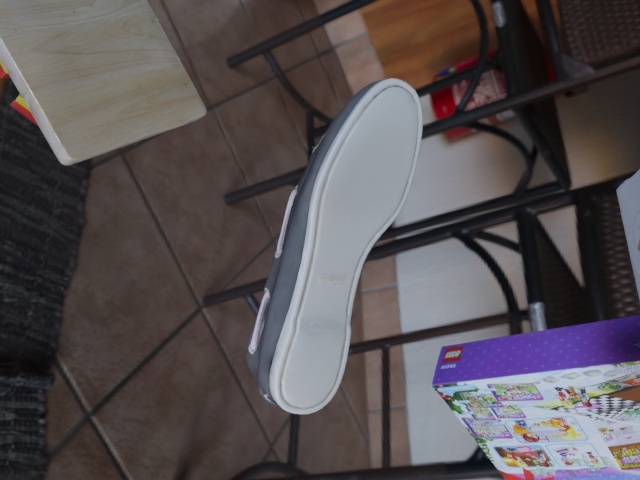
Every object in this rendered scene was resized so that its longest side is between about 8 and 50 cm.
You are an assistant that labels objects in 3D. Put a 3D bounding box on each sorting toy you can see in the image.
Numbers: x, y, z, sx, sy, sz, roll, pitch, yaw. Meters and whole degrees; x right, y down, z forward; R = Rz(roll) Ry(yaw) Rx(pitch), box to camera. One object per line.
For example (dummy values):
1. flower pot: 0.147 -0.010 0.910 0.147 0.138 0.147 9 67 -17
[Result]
1. sorting toy: -0.329 -0.243 0.946 0.257 0.089 0.255 -34 97 -49

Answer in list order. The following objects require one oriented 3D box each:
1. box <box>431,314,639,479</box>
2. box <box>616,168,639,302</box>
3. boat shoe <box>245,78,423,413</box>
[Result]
1. box: 0.281 0.163 0.637 0.201 0.293 0.057 53 42 -25
2. box: 0.248 0.021 0.372 0.130 0.091 0.170 86 1 -72
3. boat shoe: 0.000 0.000 0.666 0.112 0.095 0.335 16 93 -37
